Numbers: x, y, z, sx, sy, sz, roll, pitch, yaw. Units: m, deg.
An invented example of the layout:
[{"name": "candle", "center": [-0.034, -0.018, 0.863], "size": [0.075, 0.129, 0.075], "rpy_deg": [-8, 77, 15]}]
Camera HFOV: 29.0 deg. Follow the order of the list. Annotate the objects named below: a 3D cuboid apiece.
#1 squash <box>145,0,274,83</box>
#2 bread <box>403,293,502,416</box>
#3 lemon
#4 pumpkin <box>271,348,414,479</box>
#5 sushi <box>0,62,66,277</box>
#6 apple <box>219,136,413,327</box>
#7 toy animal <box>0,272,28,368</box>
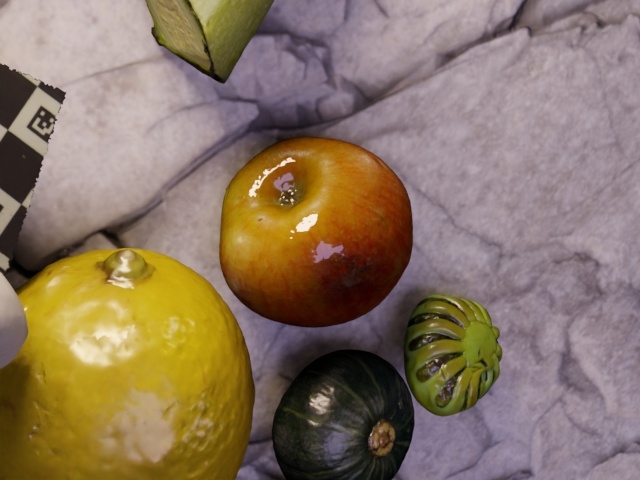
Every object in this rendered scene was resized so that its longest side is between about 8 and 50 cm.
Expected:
[{"name": "squash", "center": [-0.056, -0.283, 1.023], "size": [0.137, 0.137, 0.287], "rpy_deg": [32, 94, -35]}, {"name": "bread", "center": [0.145, 0.119, 1.319], "size": [0.139, 0.071, 0.130], "rpy_deg": [3, 74, -50]}, {"name": "lemon", "center": [-0.182, 0.146, 1.087], "size": [0.260, 0.260, 0.284], "rpy_deg": [11, 133, -31]}, {"name": "pumpkin", "center": [0.025, 0.195, 1.290], "size": [0.167, 0.125, 0.167], "rpy_deg": [5, 83, -40]}, {"name": "sushi", "center": [-0.330, -0.033, 1.017], "size": [0.193, 0.043, 0.279], "rpy_deg": [22, 102, 2]}, {"name": "apple", "center": [0.000, 0.000, 1.181], "size": [0.195, 0.160, 0.173], "rpy_deg": [-32, 146, -2]}, {"name": "toy animal", "center": [-0.404, 0.093, 0.922], "size": [0.357, 0.194, 0.258], "rpy_deg": [-29, 126, 20]}]
